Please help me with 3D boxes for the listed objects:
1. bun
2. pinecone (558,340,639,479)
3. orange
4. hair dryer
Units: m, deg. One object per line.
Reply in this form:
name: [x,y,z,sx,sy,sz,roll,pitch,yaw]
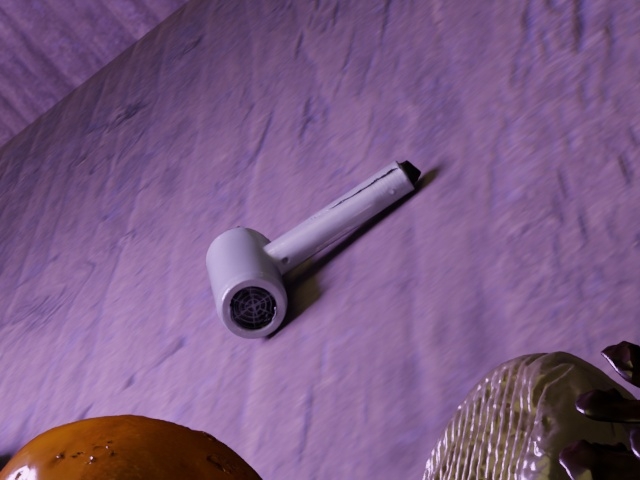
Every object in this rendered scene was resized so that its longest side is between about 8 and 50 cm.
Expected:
bun: [0.128,0.152,0.841,0.173,0.113,0.166,-66,17,-1]
pinecone: [0.196,0.133,0.612,0.292,0.246,0.246,-57,17,12]
orange: [-0.128,0.231,0.999,0.240,0.240,0.240,-35,21,15]
hair dryer: [0.000,0.000,1.497,0.236,0.073,0.131,-31,22,3]
